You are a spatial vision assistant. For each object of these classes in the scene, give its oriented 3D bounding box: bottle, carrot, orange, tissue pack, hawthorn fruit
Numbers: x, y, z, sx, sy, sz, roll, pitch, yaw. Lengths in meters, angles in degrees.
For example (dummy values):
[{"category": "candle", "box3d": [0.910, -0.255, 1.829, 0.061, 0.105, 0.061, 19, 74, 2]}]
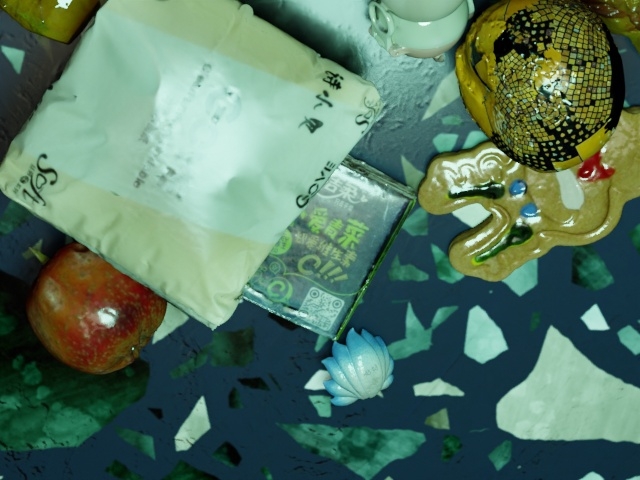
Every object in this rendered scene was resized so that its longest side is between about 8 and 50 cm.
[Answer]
[{"category": "bottle", "box3d": [0.125, -0.319, 1.712, 0.148, 0.147, 0.236, -5, 143, 0]}, {"category": "carrot", "box3d": [-0.403, -0.365, 1.720, 0.302, 0.114, 0.114, 41, 103, -10]}, {"category": "orange", "box3d": [0.271, -0.196, 1.725, 0.182, 0.234, 0.234, -18, 110, -20]}, {"category": "tissue pack", "box3d": [-0.171, -0.126, 1.727, 0.390, 0.195, 0.375, 29, 102, -12]}, {"category": "tissue pack", "box3d": [0.000, 0.000, 1.875, 0.173, 0.073, 0.235, 25, 107, -8]}, {"category": "hawthorn fruit", "box3d": [-0.309, 0.077, 1.848, 0.200, 0.179, 0.179, 37, 105, 4]}]

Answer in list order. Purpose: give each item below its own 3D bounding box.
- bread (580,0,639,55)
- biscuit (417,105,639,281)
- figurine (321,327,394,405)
[{"category": "bread", "box3d": [0.409, -0.306, 1.738, 0.380, 0.109, 0.185, 35, 142, -12]}, {"category": "biscuit", "box3d": [0.303, -0.075, 1.873, 0.334, 0.047, 0.202, -23, 108, 6]}, {"category": "figurine", "box3d": [0.051, 0.169, 1.938, 0.114, 0.079, 0.114, -3, 100, -18]}]
